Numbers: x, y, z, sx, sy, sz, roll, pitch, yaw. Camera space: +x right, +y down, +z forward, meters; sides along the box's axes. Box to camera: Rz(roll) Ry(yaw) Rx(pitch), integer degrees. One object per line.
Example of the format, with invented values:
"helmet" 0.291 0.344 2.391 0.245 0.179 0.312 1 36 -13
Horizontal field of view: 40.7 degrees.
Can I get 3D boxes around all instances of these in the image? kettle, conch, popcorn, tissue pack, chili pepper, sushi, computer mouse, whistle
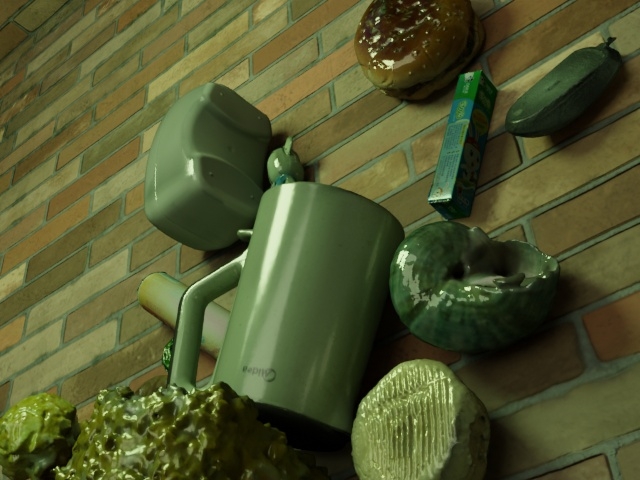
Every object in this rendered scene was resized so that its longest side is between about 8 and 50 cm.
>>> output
"kettle" -0.074 0.124 1.403 0.361 0.250 0.377 5 64 22
"conch" 0.209 0.061 1.276 0.220 0.195 0.277 -36 13 -11
"popcorn" -0.572 0.427 1.783 0.198 0.198 0.212 -37 67 19
"tissue pack" -0.247 -0.147 1.829 0.236 0.229 0.333 -32 42 37
"chili pepper" -0.292 0.241 1.740 0.055 0.035 0.118 -38 29 -2
"sushi" -0.170 0.369 1.238 0.351 0.396 0.240 -4 54 35
"computer mouse" 0.397 -0.234 1.385 0.229 0.068 0.113 -39 26 0
"whistle" -0.067 -0.095 1.740 0.114 0.077 0.236 126 148 -50

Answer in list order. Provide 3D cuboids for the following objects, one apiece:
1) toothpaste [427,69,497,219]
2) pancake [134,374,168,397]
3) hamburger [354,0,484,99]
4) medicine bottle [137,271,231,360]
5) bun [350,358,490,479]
"toothpaste" 0.245 -0.166 1.483 0.050 0.065 0.267 -7 57 42
"pancake" -0.329 0.368 1.664 0.242 0.050 0.242 -27 44 30
"hamburger" 0.186 -0.397 1.666 0.243 0.146 0.286 -17 49 27
"medicine bottle" -0.227 0.160 1.685 0.426 0.108 0.108 22 78 52
"bun" 0.147 0.281 1.189 0.220 0.134 0.220 -29 47 36
